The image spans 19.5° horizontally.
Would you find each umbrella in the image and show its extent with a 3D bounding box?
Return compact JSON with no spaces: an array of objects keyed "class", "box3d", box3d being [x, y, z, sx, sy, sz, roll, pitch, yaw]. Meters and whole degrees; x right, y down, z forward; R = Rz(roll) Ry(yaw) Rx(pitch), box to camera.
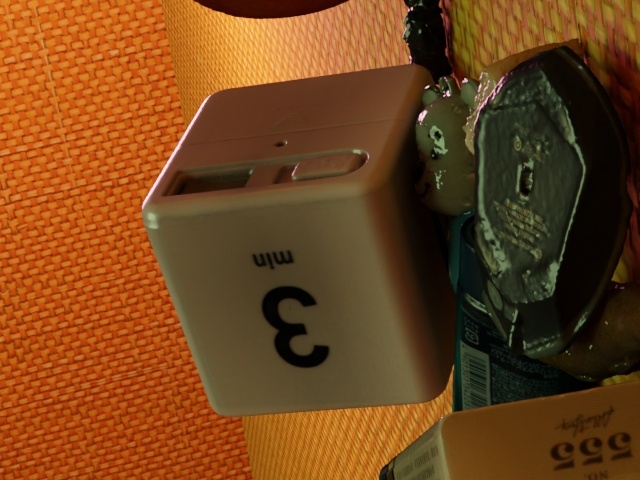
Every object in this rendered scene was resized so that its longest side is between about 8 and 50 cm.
[{"class":"umbrella","box3d":[0.077,-0.183,1.411,0.040,0.037,0.144,-93,-5,-52]}]

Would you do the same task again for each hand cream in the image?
[{"class":"hand cream","box3d":[0.139,0.104,1.296,0.061,0.120,0.271,-49,-34,-43]}]

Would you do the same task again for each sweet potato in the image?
[{"class":"sweet potato","box3d":[0.175,0.055,1.123,0.068,0.060,0.206,42,168,-4]}]

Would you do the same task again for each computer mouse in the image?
[{"class":"computer mouse","box3d":[0.138,-0.024,1.098,0.106,0.062,0.192,35,128,49]}]

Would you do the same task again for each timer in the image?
[{"class":"timer","box3d":[0.000,0.000,1.426,0.194,0.192,0.195,-67,-35,-53]}]

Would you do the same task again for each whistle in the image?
[{"class":"whistle","box3d":[0.115,-0.002,1.331,0.114,0.077,0.236,-179,73,-70]}]

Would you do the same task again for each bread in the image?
[{"class":"bread","box3d":[0.126,-0.086,1.149,0.083,0.070,0.035,97,151,-60]}]

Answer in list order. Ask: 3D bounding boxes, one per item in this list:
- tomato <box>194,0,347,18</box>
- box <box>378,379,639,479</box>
[{"class":"tomato","box3d":[-0.039,-0.318,1.229,0.341,0.272,0.341,-25,-90,-86]},{"class":"box","box3d":[0.133,0.142,1.140,0.259,0.168,0.071,109,150,-75]}]
